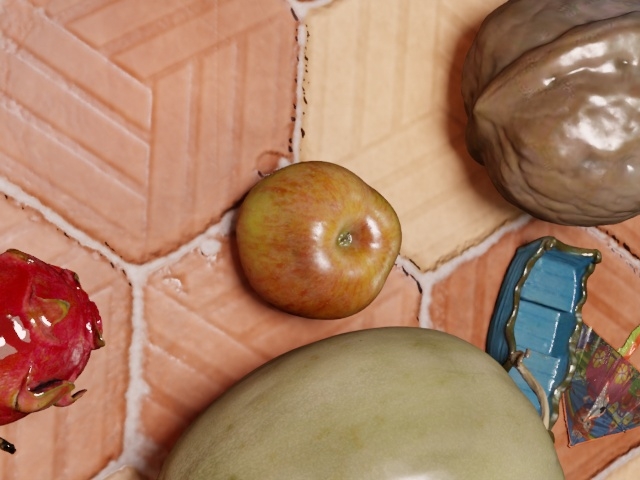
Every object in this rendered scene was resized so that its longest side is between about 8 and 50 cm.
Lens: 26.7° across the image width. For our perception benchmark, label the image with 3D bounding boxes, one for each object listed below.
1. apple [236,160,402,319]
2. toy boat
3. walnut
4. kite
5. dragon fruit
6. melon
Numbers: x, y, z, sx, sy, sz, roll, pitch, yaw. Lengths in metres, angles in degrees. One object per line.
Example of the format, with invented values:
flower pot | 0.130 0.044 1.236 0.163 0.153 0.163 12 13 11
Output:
apple | -0.003 0.001 1.043 0.126 0.102 0.126 0 90 -25
toy boat | 0.190 0.089 1.150 0.075 0.077 0.185 19 84 -22
walnut | 0.217 -0.112 1.101 0.224 0.224 0.224 0 91 -26
kite | 0.268 0.123 1.229 0.190 0.010 0.159 38 74 -22
dragon fruit | -0.230 0.069 0.918 0.166 0.133 0.136 -18 57 -14
melon | 0.033 0.191 0.982 0.308 0.272 0.272 -15 98 3
